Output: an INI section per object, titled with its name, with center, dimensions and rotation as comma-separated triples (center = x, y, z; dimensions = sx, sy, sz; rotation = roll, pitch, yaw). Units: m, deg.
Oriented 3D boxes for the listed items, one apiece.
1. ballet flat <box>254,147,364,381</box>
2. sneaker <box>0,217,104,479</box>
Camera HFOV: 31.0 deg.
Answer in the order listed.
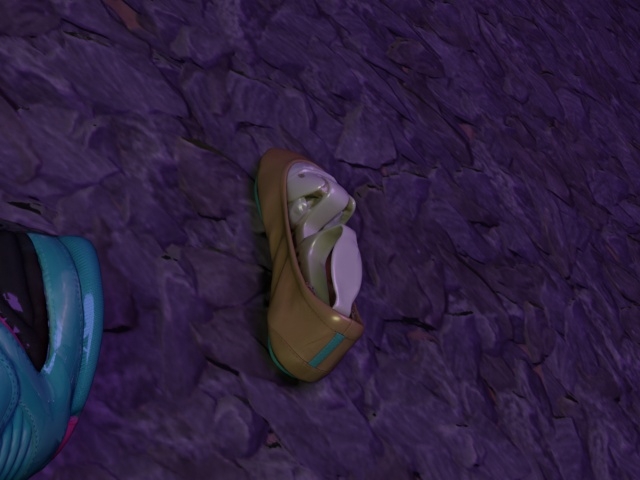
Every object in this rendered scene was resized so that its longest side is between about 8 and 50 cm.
[ballet flat]
center = 0.000, 0.000, 0.854
dimensions = 0.080, 0.073, 0.232
rotation = 28, 37, -31
[sneaker]
center = -0.199, 0.004, 0.541
dimensions = 0.295, 0.124, 0.178
rotation = 53, 18, 27
